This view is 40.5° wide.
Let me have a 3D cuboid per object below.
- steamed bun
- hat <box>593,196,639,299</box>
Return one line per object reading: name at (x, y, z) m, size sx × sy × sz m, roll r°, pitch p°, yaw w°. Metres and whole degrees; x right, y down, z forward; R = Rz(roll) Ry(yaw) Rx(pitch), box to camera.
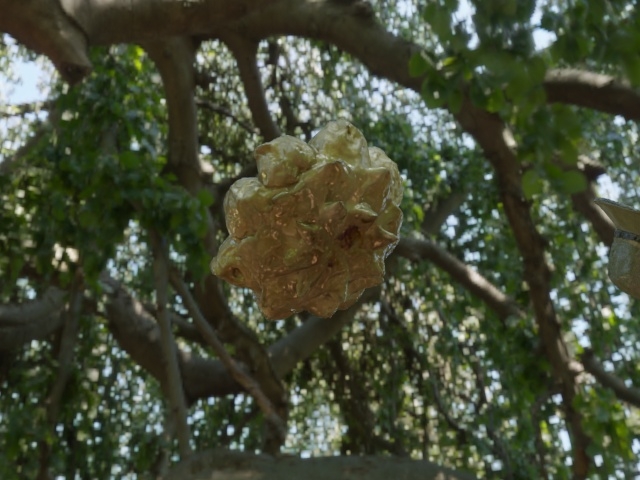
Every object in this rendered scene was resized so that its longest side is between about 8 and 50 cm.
steamed bun at (0.000, 0.000, 1.176) m, size 0.295 × 0.137 × 0.292 m, roll -24°, pitch -52°, yaw -17°
hat at (0.535, 0.036, 1.378) m, size 0.257 × 0.257 × 0.130 m, roll 19°, pitch -83°, yaw -28°
